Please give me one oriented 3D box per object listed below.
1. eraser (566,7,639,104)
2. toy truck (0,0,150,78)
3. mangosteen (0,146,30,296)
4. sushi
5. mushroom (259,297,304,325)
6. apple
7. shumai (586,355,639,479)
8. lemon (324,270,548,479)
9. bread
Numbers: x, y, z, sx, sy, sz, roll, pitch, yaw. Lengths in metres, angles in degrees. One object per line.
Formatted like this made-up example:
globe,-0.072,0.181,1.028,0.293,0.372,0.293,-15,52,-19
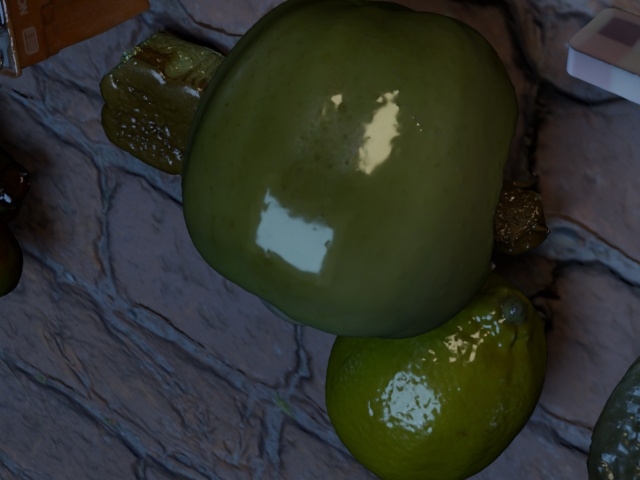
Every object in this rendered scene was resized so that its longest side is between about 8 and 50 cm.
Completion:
eraser,0.232,-0.126,1.283,0.105,0.065,0.026,28,138,29
toy truck,-0.335,-0.269,1.627,0.388,0.207,0.173,17,124,44
mangosteen,-0.445,-0.028,1.939,0.288,0.233,0.287,17,113,46
sushi,0.141,-0.026,1.473,0.118,0.061,0.060,14,158,29
mushroom,0.000,0.000,1.597,0.154,0.123,0.154,-178,90,-73
apple,0.021,-0.059,1.394,0.279,0.279,0.279,27,139,27
shumai,0.335,0.193,1.439,0.222,0.204,0.271,26,104,25
lemon,0.100,0.109,1.541,0.184,0.184,0.248,42,133,9
bread,-0.136,-0.128,1.663,0.140,0.069,0.128,25,137,28
